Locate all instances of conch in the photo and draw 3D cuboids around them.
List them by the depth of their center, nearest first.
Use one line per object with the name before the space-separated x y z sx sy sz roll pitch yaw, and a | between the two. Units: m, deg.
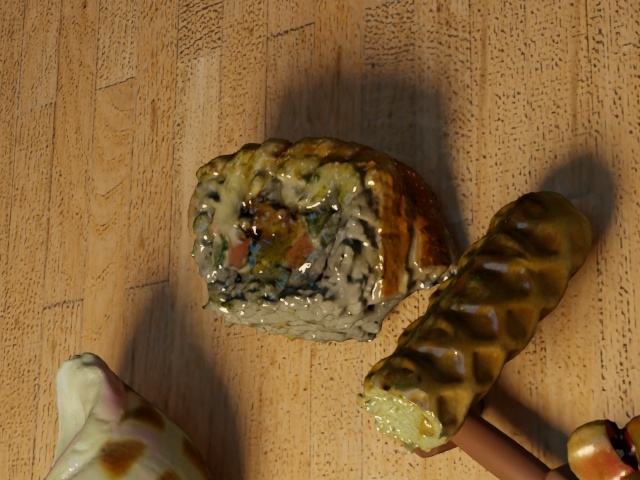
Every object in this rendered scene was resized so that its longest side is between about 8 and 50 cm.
conch | -0.202 0.305 1.572 0.249 0.197 0.368 -161 88 -76

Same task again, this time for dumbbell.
dumbbell | 0.155 0.185 1.407 0.231 0.082 0.092 36 97 39

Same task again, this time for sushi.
sushi | 0.000 0.000 1.547 0.274 0.139 0.184 1 78 37

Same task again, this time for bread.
bread | 0.139 0.061 1.400 0.269 0.087 0.098 -50 4 -25

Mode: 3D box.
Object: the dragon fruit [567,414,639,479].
dragon fruit | 0.296 0.270 1.196 0.243 0.227 0.307 -8 58 33
